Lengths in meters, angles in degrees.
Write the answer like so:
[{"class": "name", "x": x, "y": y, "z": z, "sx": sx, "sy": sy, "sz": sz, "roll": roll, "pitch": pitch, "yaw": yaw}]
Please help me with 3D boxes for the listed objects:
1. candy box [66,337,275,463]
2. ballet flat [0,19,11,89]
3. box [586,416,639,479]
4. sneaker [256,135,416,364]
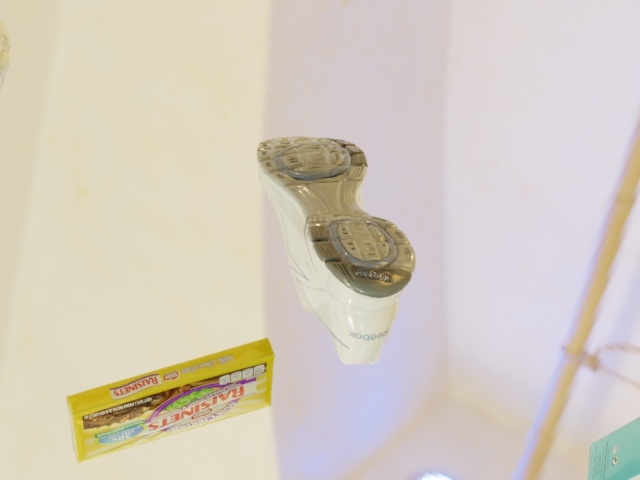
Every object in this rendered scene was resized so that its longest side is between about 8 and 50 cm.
[{"class": "candy box", "x": -0.145, "y": 0.158, "z": 1.712, "sx": 0.206, "sy": 0.027, "sz": 0.105, "roll": -16, "pitch": -30, "yaw": -14}, {"class": "ballet flat", "x": -0.438, "y": -0.092, "z": 1.609, "sx": 0.409, "sy": 0.147, "sz": 0.147, "roll": -30, "pitch": -37, "yaw": -30}, {"class": "box", "x": 0.323, "y": 0.168, "z": 1.411, "sx": 0.244, "sy": 0.100, "sz": 0.060, "roll": -43, "pitch": 31, "yaw": 53}, {"class": "sneaker", "x": 0.000, "y": 0.000, "z": 1.628, "sx": 0.111, "sy": 0.297, "sz": 0.129, "roll": -1, "pitch": -56, "yaw": -14}]
